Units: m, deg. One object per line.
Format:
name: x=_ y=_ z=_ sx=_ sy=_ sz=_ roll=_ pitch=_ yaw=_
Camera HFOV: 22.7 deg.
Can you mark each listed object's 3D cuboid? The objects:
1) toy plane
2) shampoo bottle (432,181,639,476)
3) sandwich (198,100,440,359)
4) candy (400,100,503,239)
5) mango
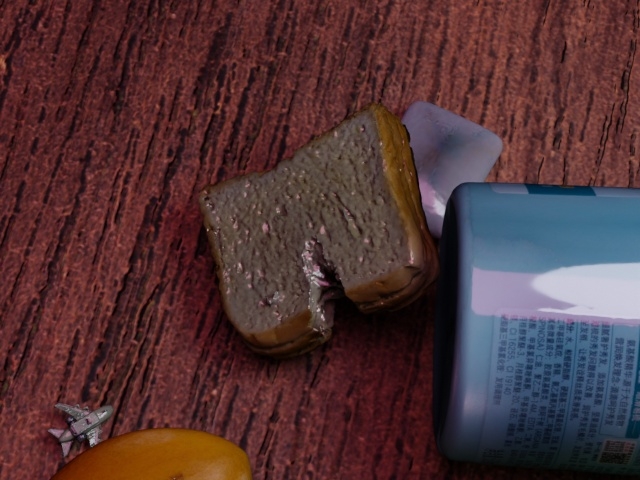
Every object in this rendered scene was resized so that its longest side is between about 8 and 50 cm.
toy plane: x=-0.279 y=0.219 z=1.890 sx=0.083 sy=0.033 sz=0.080 roll=-32 pitch=79 yaw=-20
shampoo bottle: x=0.309 y=0.102 z=1.823 sx=0.343 sy=0.331 sz=0.331 roll=3 pitch=61 yaw=0
sandwich: x=-0.001 y=0.000 z=1.928 sx=0.273 sy=0.095 sz=0.249 roll=-26 pitch=61 yaw=20
candy: x=0.144 y=-0.093 z=2.068 sx=0.138 sy=0.071 sz=0.174 roll=26 pitch=63 yaw=10
mango: x=-0.195 y=0.293 z=1.795 sx=0.187 sy=0.138 sz=0.257 roll=25 pitch=45 yaw=33
